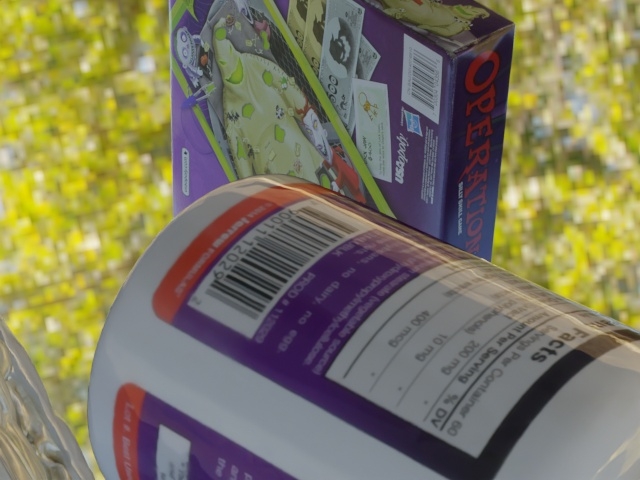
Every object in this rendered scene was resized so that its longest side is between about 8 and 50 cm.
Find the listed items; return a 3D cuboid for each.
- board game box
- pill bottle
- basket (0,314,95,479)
[{"bbox_3d":[0.000,0.000,1.003,0.208,0.347,0.056,32,-133,33],"label":"board game box"},{"bbox_3d":[0.040,0.063,0.504,0.193,0.108,0.108,26,-140,35],"label":"pill bottle"},{"bbox_3d":[-0.231,0.160,0.656,0.331,0.328,0.266,-28,-178,-6],"label":"basket"}]
